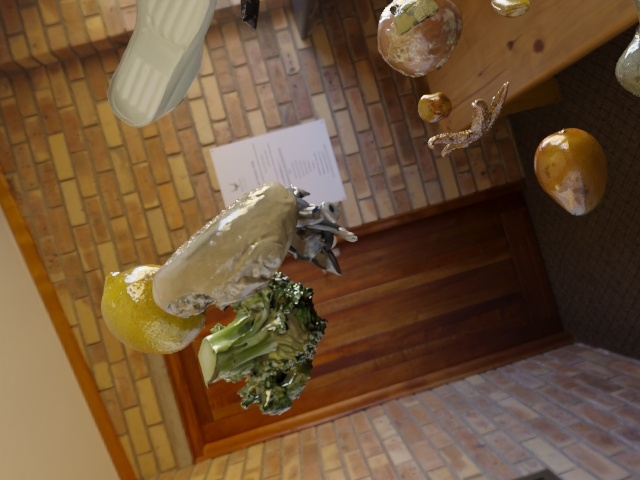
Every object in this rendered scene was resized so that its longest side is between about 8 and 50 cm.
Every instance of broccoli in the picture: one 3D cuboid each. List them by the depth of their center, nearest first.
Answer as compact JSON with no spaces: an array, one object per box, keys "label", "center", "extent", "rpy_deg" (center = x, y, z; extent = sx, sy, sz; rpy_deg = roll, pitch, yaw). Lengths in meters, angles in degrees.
[{"label":"broccoli","center":[-0.144,0.226,1.097],"extent":[0.277,0.338,0.317],"rpy_deg":[39,-179,32]}]

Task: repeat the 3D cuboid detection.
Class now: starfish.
[{"label":"starfish","center":[0.513,-0.386,1.498],"extent":[0.094,0.327,0.375],"rpy_deg":[53,142,9]}]

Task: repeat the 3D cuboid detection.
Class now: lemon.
[{"label":"lemon","center":[-0.435,0.183,1.203],"extent":[0.236,0.263,0.236],"rpy_deg":[-171,90,-78]}]

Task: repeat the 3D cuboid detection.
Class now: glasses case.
[{"label":"glasses case","center":[0.589,-0.742,1.422],"extent":[0.234,0.079,0.064],"rpy_deg":[-80,-25,-55]}]

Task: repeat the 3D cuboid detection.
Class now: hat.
[{"label":"hat","center":[0.587,-0.299,0.763],"extent":[0.130,0.257,0.257],"rpy_deg":[-62,32,33]},{"label":"hat","center":[0.170,-0.423,0.837],"extent":[0.077,0.076,0.059],"rpy_deg":[-6,125,53]}]

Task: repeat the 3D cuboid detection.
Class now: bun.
[{"label":"bun","center":[-0.118,0.021,0.626],"extent":[0.116,0.237,0.210],"rpy_deg":[48,173,-13]}]

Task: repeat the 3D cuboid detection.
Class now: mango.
[{"label":"mango","center":[0.558,-0.151,1.000],"extent":[0.221,0.151,0.120],"rpy_deg":[32,172,-34]}]

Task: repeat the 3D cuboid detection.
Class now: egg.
[{"label":"egg","center":[0.234,-0.492,1.085],"extent":[0.195,0.233,0.195],"rpy_deg":[18,124,29]}]

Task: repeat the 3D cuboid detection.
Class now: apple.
[{"label":"apple","center":[0.404,-0.474,1.610],"extent":[0.099,0.114,0.102],"rpy_deg":[-42,-65,-48]}]

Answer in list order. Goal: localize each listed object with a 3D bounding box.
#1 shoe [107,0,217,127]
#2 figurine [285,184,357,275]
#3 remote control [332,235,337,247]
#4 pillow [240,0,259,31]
[{"label":"shoe","center":[-0.253,-0.377,0.811],"extent":[0.363,0.132,0.160],"rpy_deg":[-57,5,26]},{"label":"figurine","center":[-0.025,-0.021,0.930],"extent":[0.193,0.140,0.265],"rpy_deg":[29,-176,12]},{"label":"remote control","center":[0.000,0.000,1.241],"extent":[0.032,0.074,0.122],"rpy_deg":[47,-177,-28]},{"label":"pillow","center":[-0.219,-0.741,1.408],"extent":[0.090,0.048,0.150],"rpy_deg":[-10,-72,-59]}]
